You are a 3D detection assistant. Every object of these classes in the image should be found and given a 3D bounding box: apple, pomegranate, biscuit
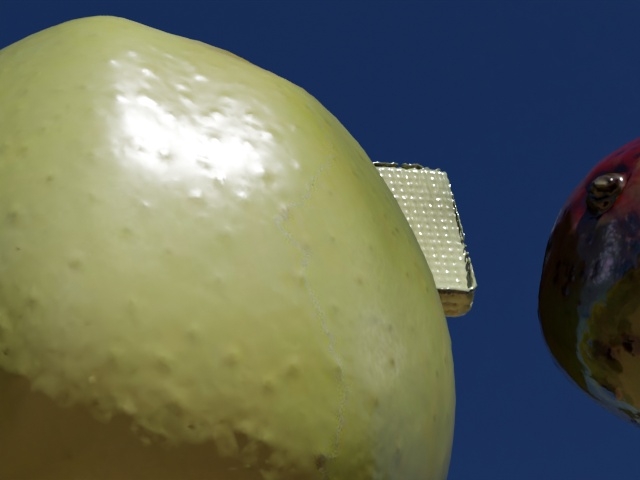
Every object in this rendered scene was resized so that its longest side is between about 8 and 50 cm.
[{"bbox_3d":[-0.097,0.073,0.898,0.357,0.357,0.357,-3,-52,-4],"label":"apple"},{"bbox_3d":[0.163,0.017,0.674,0.159,0.129,0.129,9,-52,-32],"label":"pomegranate"},{"bbox_3d":[0.000,0.000,1.457,0.252,0.150,0.052,2,-41,-19],"label":"biscuit"}]
